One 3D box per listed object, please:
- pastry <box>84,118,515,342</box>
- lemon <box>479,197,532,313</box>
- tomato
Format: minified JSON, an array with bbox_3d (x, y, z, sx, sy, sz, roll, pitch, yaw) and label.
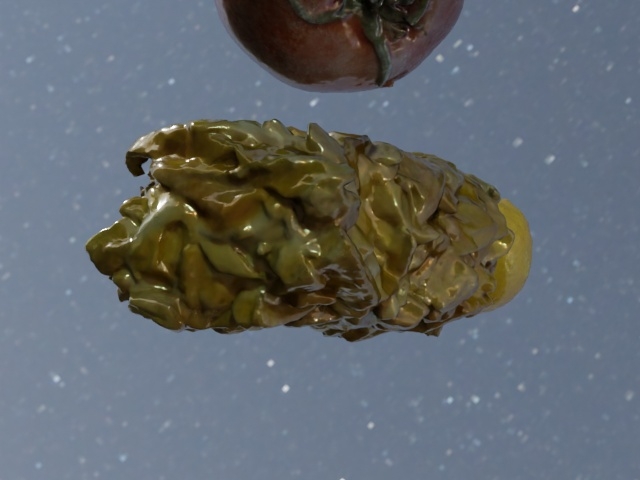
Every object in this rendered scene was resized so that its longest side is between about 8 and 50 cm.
[{"bbox_3d":[0.000,0.000,0.661,0.154,0.250,0.102,-6,-97,27],"label":"pastry"},{"bbox_3d":[0.180,0.017,1.491,0.114,0.114,0.155,22,-55,28],"label":"lemon"},{"bbox_3d":[0.012,-0.241,1.137,0.188,0.232,0.232,-115,-173,-56],"label":"tomato"}]
